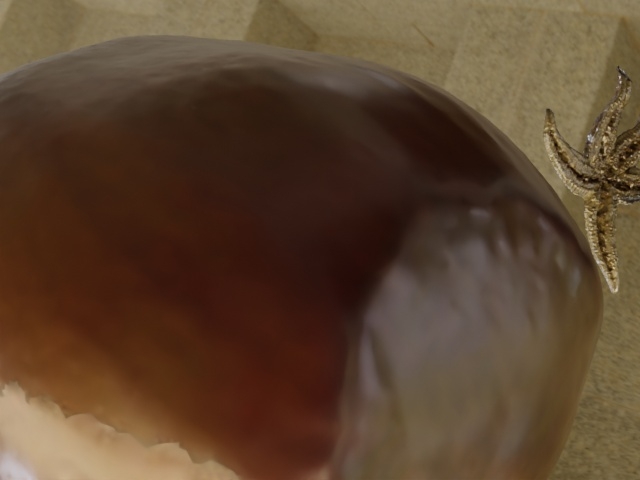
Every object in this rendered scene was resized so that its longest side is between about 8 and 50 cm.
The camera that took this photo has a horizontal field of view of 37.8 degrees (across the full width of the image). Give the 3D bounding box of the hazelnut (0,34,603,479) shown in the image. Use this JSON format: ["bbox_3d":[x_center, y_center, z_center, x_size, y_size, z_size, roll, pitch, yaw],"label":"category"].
[{"bbox_3d":[-0.037,0.041,0.520,0.366,0.366,0.365,-10,-110,29],"label":"hazelnut"}]

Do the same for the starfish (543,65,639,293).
[{"bbox_3d":[0.306,-0.065,1.002,0.057,0.213,0.238,12,-87,59],"label":"starfish"}]
